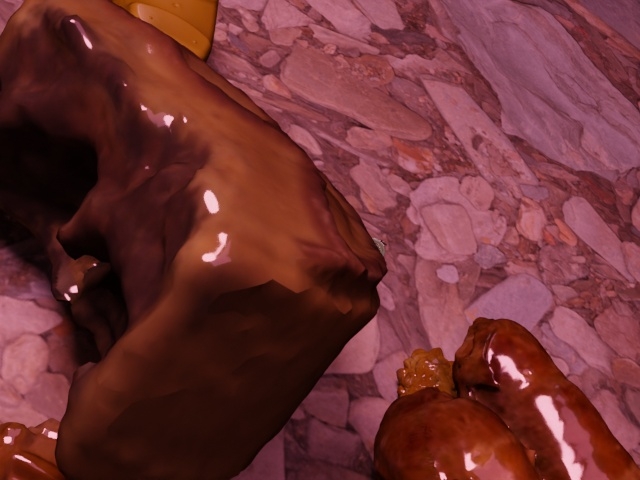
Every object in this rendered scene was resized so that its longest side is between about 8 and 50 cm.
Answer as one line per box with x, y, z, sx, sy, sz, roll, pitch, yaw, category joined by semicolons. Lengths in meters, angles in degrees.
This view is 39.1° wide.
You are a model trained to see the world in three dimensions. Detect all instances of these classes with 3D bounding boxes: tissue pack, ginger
-0.193;-0.239;1.051;0.123;0.127;0.178;23;45;-23;tissue pack
0.209;0.283;0.817;0.254;0.176;0.418;-30;76;-29;ginger

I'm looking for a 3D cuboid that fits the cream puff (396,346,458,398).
0.118;0.158;0.953;0.083;0.083;0.058;33;-2;12;cream puff

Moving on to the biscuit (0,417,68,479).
-0.346;0.149;0.627;0.366;0.115;0.268;33;43;-2;biscuit

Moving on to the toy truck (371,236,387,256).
-0.001;-0.001;1.002;0.078;0.080;0.154;-38;77;-24;toy truck

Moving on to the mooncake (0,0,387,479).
-0.141;-0.021;0.746;0.394;0.246;0.393;39;16;-3;mooncake
